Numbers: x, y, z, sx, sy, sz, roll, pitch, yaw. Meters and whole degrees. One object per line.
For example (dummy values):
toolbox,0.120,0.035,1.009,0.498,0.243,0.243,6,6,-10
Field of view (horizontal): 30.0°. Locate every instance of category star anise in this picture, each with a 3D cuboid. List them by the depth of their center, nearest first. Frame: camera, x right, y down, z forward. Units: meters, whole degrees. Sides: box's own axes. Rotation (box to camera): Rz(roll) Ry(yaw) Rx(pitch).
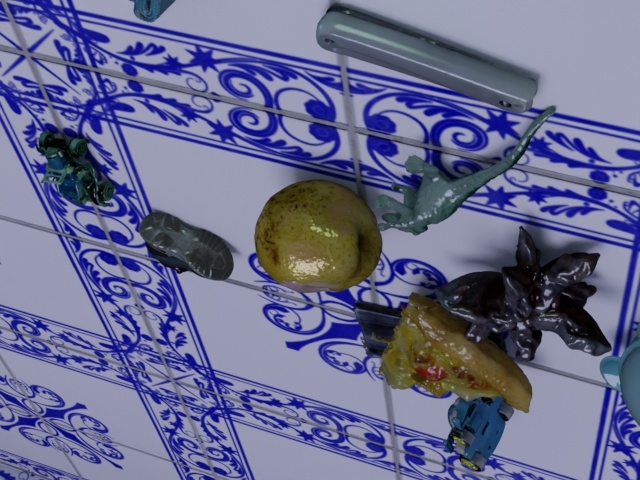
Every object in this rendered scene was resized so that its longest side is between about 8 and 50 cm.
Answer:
star anise,0.277,0.087,1.654,0.212,0.129,0.283,29,150,-23

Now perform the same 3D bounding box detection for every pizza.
pizza,0.181,0.203,1.903,0.280,0.075,0.288,35,150,-14

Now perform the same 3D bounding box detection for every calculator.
calculator,0.185,0.170,1.953,0.262,0.021,0.161,11,147,22

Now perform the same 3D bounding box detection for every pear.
pear,0.000,0.000,1.672,0.178,0.178,0.178,18,150,11

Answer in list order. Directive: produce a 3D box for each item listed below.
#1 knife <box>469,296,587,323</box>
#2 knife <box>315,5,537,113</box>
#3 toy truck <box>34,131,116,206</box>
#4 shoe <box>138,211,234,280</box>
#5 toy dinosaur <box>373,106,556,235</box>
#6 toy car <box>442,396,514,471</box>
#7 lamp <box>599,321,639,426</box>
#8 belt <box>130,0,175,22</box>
knife,0.302,0.092,1.746,0.230,0.028,0.060,-17,118,47
knife,0.121,-0.206,1.387,0.265,0.040,0.073,20,161,8
toy truck,-0.393,-0.098,1.890,0.080,0.078,0.154,11,148,25
shoe,-0.223,0.023,1.972,0.169,0.071,0.099,28,153,1
toy dinosaur,0.146,-0.072,1.526,0.129,0.076,0.383,0,165,-23
toy car,0.243,0.301,2.010,0.098,0.126,0.161,15,157,38
lamp,0.537,0.222,1.651,0.284,0.147,0.209,24,147,-1
belt,-0.183,-0.320,1.407,0.100,0.065,0.179,31,153,6
